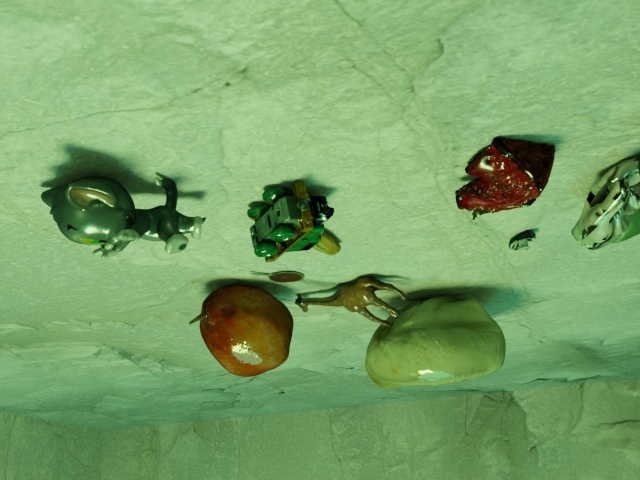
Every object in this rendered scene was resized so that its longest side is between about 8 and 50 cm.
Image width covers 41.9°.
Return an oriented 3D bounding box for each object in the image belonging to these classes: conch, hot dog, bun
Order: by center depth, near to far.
[{"bbox_3d":[0.565,-0.031,1.587,0.170,0.079,0.105,6,174,-38],"label":"conch"},{"bbox_3d":[0.000,0.000,1.669,0.044,0.028,0.137,-36,153,12],"label":"hot dog"},{"bbox_3d":[0.284,0.250,2.088,0.365,0.219,0.365,-10,172,-1],"label":"bun"}]

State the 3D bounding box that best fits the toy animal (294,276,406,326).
[{"bbox_3d":[0.067,0.146,2.000,0.229,0.066,0.224,22,144,-6],"label":"toy animal"}]

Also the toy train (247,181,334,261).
[{"bbox_3d":[-0.050,-0.032,1.503,0.136,0.091,0.227,-3,161,-29],"label":"toy train"}]

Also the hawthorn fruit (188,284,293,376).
[{"bbox_3d":[-0.192,0.201,1.952,0.210,0.210,0.262,-19,146,38],"label":"hawthorn fruit"}]

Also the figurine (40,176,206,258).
[{"bbox_3d":[-0.315,-0.042,1.385,0.265,0.140,0.193,-8,-174,-21],"label":"figurine"}]

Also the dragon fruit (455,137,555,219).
[{"bbox_3d":[0.287,-0.087,1.370,0.122,0.092,0.192,11,156,-32],"label":"dragon fruit"}]

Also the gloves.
[{"bbox_3d":[0.516,-0.075,1.426,0.127,0.111,0.212,11,128,-19],"label":"gloves"}]

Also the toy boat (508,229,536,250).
[{"bbox_3d":[0.415,0.004,1.711,0.038,0.038,0.083,5,160,-17],"label":"toy boat"}]

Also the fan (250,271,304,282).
[{"bbox_3d":[-0.100,0.082,1.913,0.133,0.005,0.085,8,158,-28],"label":"fan"}]

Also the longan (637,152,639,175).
[{"bbox_3d":[0.565,-0.111,1.225,0.189,0.189,0.189,-2,160,-1],"label":"longan"}]
